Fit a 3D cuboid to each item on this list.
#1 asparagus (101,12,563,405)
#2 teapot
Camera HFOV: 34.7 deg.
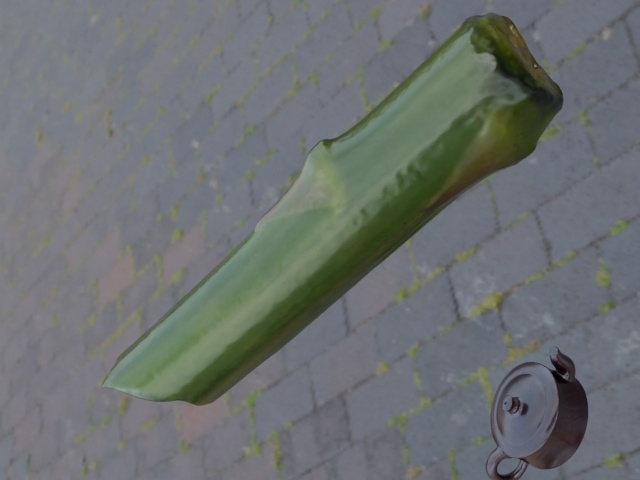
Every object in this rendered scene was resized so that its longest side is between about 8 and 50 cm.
[{"bbox_3d":[0.000,0.001,0.511,0.278,0.067,0.060,-44,42,20],"label":"asparagus"},{"bbox_3d":[0.136,0.115,0.669,0.100,0.045,0.068,-62,26,9],"label":"teapot"}]
